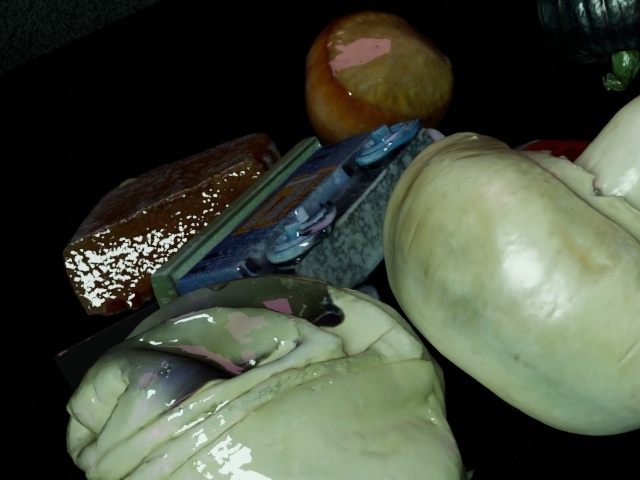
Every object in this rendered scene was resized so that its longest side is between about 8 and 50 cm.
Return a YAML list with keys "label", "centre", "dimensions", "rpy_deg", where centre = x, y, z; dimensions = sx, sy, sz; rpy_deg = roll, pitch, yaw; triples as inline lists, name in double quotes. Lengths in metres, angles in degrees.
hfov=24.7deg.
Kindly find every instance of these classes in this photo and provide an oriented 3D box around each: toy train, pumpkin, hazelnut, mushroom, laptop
- label: "toy train"
  centre: [0.000, 0.000, 1.370]
  dimensions: [0.202, 0.131, 0.300]
  rpy_deg: [-15, 22, 43]
- label: "pumpkin"
  centre: [0.324, -0.252, 1.563]
  dimensions: [0.194, 0.150, 0.194]
  rpy_deg: [-11, 27, 6]
- label: "hazelnut"
  centre: [0.067, -0.171, 1.652]
  dimensions: [0.182, 0.182, 0.182]
  rpy_deg: [-21, 21, 9]
- label: "mushroom"
  centre: [0.172, -0.001, 1.007]
  dimensions: [0.260, 0.254, 0.234]
  rpy_deg: [37, 96, 26]
- label: "laptop"
  centre: [-0.169, 0.094, 1.470]
  dimensions: [0.197, 0.016, 0.135]
  rpy_deg: [-30, 23, -13]

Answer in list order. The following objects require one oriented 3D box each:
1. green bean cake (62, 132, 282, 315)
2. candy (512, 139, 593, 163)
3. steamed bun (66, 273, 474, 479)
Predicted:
- label: "green bean cake"
  centre: [-0.148, -0.021, 1.605]
  dimensions: [0.233, 0.097, 0.198]
  rpy_deg: [-20, 20, 13]
- label: "candy"
  centre: [0.230, -0.053, 1.323]
  dimensions: [0.086, 0.059, 0.292]
  rpy_deg: [-36, 25, -29]
- label: "steamed bun"
  centre: [-0.055, 0.132, 1.003]
  dimensions: [0.320, 0.206, 0.275]
  rpy_deg: [-6, 30, 48]
